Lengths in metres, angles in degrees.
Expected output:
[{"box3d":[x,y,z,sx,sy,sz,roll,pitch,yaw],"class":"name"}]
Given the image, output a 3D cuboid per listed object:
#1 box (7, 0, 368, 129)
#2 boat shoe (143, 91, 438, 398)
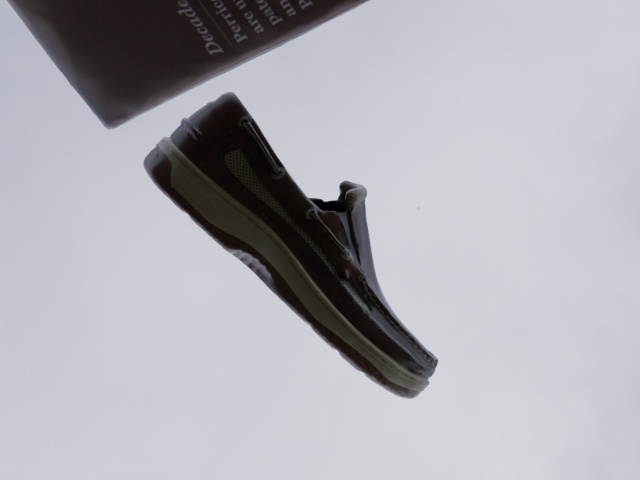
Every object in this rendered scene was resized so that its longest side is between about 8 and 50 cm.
[{"box3d":[0.037,-0.204,0.795,0.381,0.191,0.143,-19,-66,38],"class":"box"},{"box3d":[0.002,0.002,1.264,0.095,0.095,0.257,-47,-68,1],"class":"boat shoe"}]
